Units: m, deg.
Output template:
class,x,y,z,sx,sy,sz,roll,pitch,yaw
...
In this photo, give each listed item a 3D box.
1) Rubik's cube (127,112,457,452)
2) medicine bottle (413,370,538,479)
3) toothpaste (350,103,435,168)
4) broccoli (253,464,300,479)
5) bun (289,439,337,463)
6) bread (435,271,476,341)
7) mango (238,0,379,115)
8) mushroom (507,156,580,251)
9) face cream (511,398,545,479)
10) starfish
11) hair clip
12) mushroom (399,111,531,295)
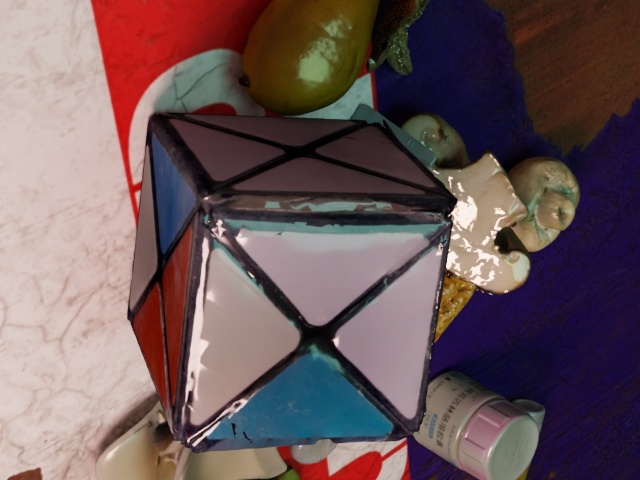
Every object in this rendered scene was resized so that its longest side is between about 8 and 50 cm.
class,x,y,z,sx,sy,sz,roll,pitch,yaw
Rubik's cube,-0.037,0.038,1.677,0.310,0.305,0.307,-1,113,-19
medicine bottle,0.240,0.293,2.259,0.135,0.168,0.135,-24,127,-36
toothpaste,0.000,0.000,1.926,0.371,0.125,0.080,-55,-177,-8
broccoli,-0.086,0.439,1.998,0.273,0.180,0.242,-28,135,-32
bun,-0.011,0.284,2.095,0.083,0.045,0.083,-21,124,-33
bread,0.138,0.105,2.102,0.211,0.114,0.083,-49,121,-14
mango,-0.003,-0.250,1.769,0.147,0.109,0.227,42,79,-25
mushroom,0.329,-0.056,2.205,0.148,0.112,0.148,-17,114,-43
face cream,0.327,0.370,2.474,0.084,0.057,0.198,-3,112,-44
starfish,0.100,-0.273,1.862,0.213,0.057,0.238,-60,170,-27
hair clip,-0.159,0.267,1.900,0.282,0.113,0.172,-27,131,-50
mushroom,0.196,-0.064,2.040,0.156,0.151,0.285,-29,104,13
